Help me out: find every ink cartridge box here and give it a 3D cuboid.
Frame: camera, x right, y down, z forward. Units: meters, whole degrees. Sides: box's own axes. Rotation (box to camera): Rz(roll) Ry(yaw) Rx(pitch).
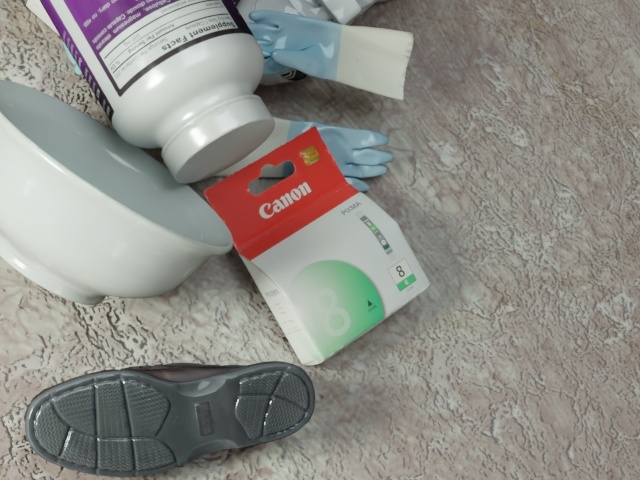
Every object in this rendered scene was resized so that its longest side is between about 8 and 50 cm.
[{"bbox_3d":[0.000,0.000,1.847,0.181,0.056,0.224,-33,98,-34],"label":"ink cartridge box"}]

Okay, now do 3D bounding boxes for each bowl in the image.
[{"bbox_3d":[-0.246,-0.027,1.694,0.298,0.298,0.134,34,99,-6],"label":"bowl"}]

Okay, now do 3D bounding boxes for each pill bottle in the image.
[{"bbox_3d":[-0.182,-0.229,1.804,0.181,0.181,0.323,-24,76,-33],"label":"pill bottle"}]

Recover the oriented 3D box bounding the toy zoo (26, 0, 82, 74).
[{"bbox_3d":[-0.212,-0.295,1.955,0.192,0.030,0.293,32,55,-6],"label":"toy zoo"}]

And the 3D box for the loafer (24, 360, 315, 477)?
[{"bbox_3d":[-0.159,0.175,1.703,0.303,0.095,0.109,-5,96,-22],"label":"loafer"}]

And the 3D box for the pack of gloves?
[{"bbox_3d":[-0.004,-0.157,1.908,0.232,0.046,0.195,6,95,-23],"label":"pack of gloves"}]

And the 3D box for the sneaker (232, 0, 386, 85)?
[{"bbox_3d":[0.033,-0.337,1.981,0.137,0.210,0.366,46,55,4],"label":"sneaker"}]
